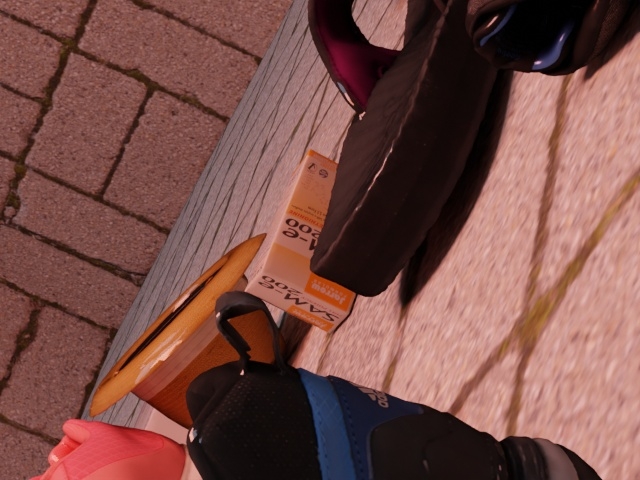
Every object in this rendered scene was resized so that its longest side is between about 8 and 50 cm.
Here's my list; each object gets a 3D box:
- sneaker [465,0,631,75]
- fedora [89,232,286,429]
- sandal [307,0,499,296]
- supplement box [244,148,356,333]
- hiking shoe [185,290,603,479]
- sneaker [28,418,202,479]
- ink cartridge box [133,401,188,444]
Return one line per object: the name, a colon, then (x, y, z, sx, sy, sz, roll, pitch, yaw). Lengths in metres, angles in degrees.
sneaker: (0.096, -0.133, 0.782, 0.121, 0.079, 0.217, -63, 9, -2)
fedora: (-0.081, 0.080, 1.223, 0.194, 0.079, 0.194, -44, 5, 5)
sandal: (0.050, -0.147, 1.024, 0.167, 0.107, 0.446, -58, 8, 34)
supplement box: (0.000, 0.000, 1.077, 0.036, 0.062, 0.098, -50, 17, 57)
hiking shoe: (-0.035, 0.176, 0.473, 0.304, 0.132, 0.113, -65, 7, -4)
sneaker: (-0.142, 0.212, 1.084, 0.314, 0.136, 0.116, -86, 21, -70)
ink cartridge box: (-0.129, 0.161, 1.479, 0.122, 0.052, 0.088, 128, 165, -63)
